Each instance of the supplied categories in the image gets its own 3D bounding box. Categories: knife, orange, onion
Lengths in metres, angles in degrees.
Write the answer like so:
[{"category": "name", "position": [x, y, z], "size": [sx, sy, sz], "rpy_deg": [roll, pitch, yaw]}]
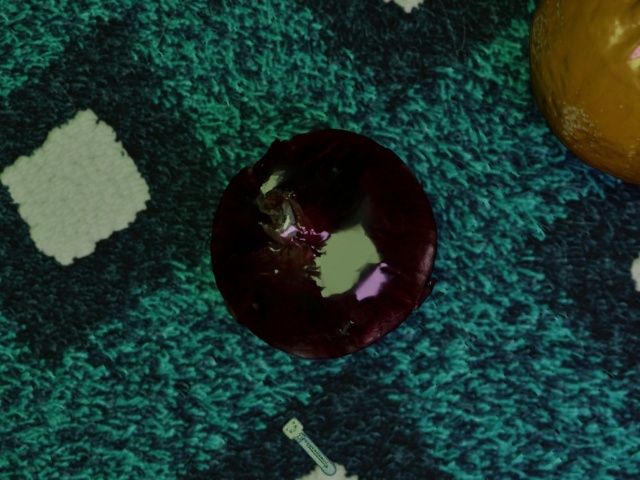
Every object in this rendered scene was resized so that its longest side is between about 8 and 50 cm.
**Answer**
[{"category": "knife", "position": [-0.014, 0.285, 1.257], "size": [0.027, 0.010, 0.096], "rpy_deg": [-46, 75, 3]}, {"category": "orange", "position": [0.418, -0.235, 1.101], "size": [0.340, 0.293, 0.341], "rpy_deg": [-2, 78, 12]}, {"category": "onion", "position": [0.000, 0.000, 1.186], "size": [0.314, 0.232, 0.314], "rpy_deg": [-3, 79, 13]}]
